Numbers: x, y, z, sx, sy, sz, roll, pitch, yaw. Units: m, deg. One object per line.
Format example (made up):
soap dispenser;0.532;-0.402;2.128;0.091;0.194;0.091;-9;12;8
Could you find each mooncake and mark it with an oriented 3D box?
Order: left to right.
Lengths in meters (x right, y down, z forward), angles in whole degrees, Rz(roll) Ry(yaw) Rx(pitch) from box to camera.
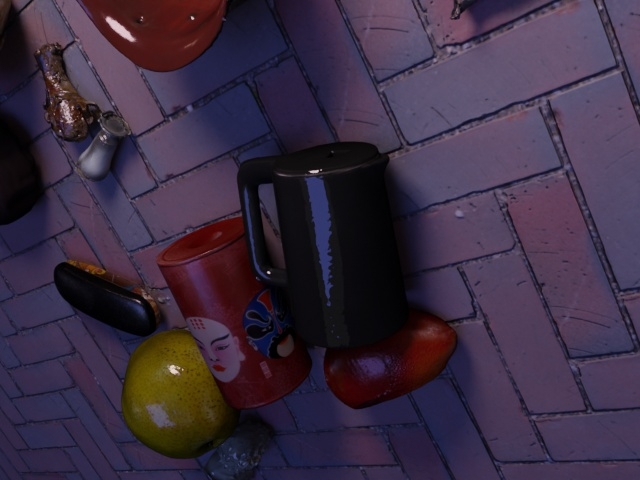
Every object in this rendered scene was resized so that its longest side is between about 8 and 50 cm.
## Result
mooncake;-0.798;-0.171;1.434;0.283;0.141;0.283;20;134;22

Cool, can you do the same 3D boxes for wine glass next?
wine glass;-0.459;-0.197;1.268;0.072;0.072;0.155;46;129;0

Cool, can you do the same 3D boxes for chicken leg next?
chicken leg;-0.536;-0.300;1.256;0.125;0.080;0.196;-29;93;28

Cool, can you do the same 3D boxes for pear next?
pear;-0.311;0.349;1.361;0.294;0.294;0.294;14;123;23

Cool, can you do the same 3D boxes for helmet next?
helmet;-0.211;-0.469;0.863;0.338;0.230;0.384;7;128;29

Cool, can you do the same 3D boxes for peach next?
peach;0.114;0.213;1.116;0.267;0.154;0.158;-23;102;38

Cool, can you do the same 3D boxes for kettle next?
kettle;0.013;-0.005;1.042;0.262;0.203;0.307;19;126;52

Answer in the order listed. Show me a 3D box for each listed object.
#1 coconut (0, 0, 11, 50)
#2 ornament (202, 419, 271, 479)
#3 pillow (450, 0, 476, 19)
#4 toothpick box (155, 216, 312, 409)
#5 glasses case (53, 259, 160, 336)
coconut;-0.804;-0.437;1.133;0.361;0.346;0.346;20;135;-25
ornament;-0.222;0.562;1.531;0.120;0.130;0.285;44;131;18
pillow;0.164;-0.430;0.778;0.169;0.059;0.255;-34;99;39
toothpick box;-0.167;0.143;1.209;0.204;0.204;0.333;-10;112;34
glasses case;-0.534;0.142;1.497;0.321;0.082;0.122;20;124;21
